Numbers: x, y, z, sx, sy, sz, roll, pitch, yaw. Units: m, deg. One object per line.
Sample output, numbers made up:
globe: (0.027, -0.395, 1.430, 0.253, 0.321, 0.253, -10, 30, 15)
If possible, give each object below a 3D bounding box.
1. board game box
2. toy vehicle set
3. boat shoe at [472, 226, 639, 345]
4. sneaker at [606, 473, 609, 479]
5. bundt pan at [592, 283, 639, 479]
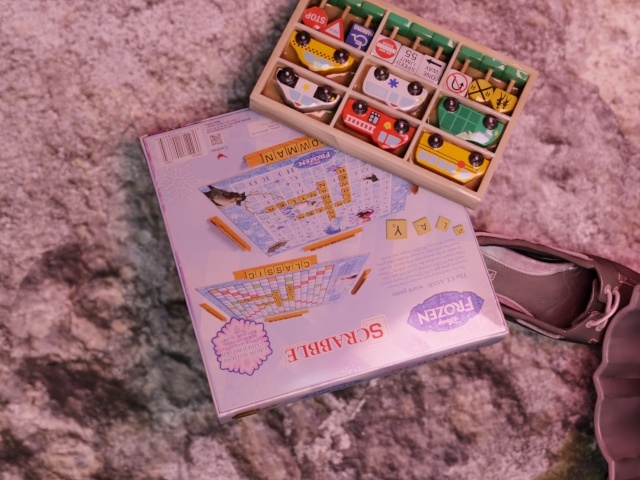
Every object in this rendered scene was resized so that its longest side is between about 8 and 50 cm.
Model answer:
board game box: (0.000, 0.000, 1.429, 0.319, 0.066, 0.318, -15, 76, -6)
toy vehicle set: (0.079, -0.161, 1.422, 0.267, 0.035, 0.166, 24, 73, 2)
boat shoe: (0.260, 0.059, 1.548, 0.335, 0.095, 0.112, 17, 100, -14)
sneaker: (0.397, 0.403, 1.636, 0.116, 0.136, 0.314, 2, 103, -10)
bundt pan: (0.458, 0.185, 1.460, 0.124, 0.331, 0.331, 2, 104, -34)
